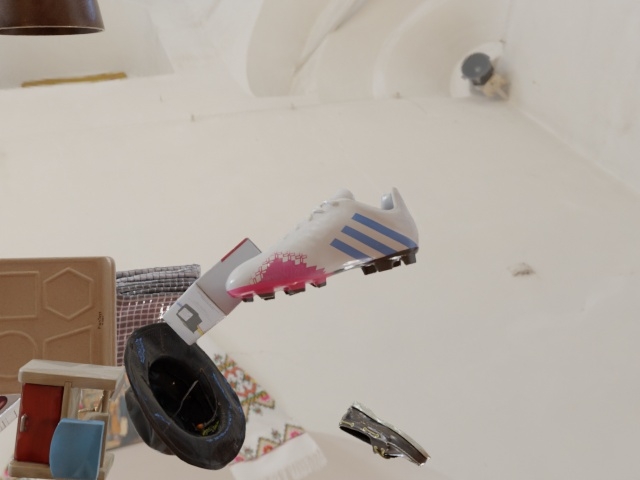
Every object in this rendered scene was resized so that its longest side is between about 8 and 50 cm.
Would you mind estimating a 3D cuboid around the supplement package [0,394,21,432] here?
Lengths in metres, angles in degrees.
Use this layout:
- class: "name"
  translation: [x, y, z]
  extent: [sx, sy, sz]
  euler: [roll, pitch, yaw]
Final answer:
- class: "supplement package"
  translation: [-0.830, 0.399, 1.556]
  extent: [0.244, 0.139, 0.134]
  euler: [-47, -6, -33]

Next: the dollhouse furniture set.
- class: "dollhouse furniture set"
  translation: [-0.228, 0.191, 0.439]
  extent: [0.129, 0.129, 0.183]
  euler: [7, -88, -8]

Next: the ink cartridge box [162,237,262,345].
- class: "ink cartridge box"
  translation: [-0.170, 0.087, 1.014]
  extent: [0.127, 0.072, 0.175]
  euler: [-46, 4, -38]

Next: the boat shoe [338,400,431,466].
- class: "boat shoe"
  translation: [0.131, 0.418, 1.289]
  extent: [0.068, 0.228, 0.081]
  euler: [-49, -52, -18]

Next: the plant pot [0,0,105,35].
- class: "plant pot"
  translation: [-0.533, -0.514, 1.160]
  extent: [0.216, 0.215, 0.230]
  euler: [-8, -75, -20]

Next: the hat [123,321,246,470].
- class: "hat"
  translation: [-0.308, 0.337, 1.261]
  extent: [0.134, 0.331, 0.331]
  euler: [-35, -46, 18]

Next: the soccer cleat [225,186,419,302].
- class: "soccer cleat"
  translation: [0.000, 0.000, 0.948]
  extent: [0.331, 0.143, 0.116]
  euler: [-13, -5, -27]

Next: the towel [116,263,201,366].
- class: "towel"
  translation: [-0.432, 0.197, 1.589]
  extent: [0.284, 0.121, 0.235]
  euler: [-4, -59, -33]

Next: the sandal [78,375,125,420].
- class: "sandal"
  translation: [-0.557, 0.414, 1.451]
  extent: [0.079, 0.240, 0.088]
  euler: [25, -26, 1]

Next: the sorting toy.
- class: "sorting toy"
  translation: [-0.401, 0.121, 0.887]
  extent: [0.208, 0.038, 0.192]
  euler: [-1, -97, -11]
